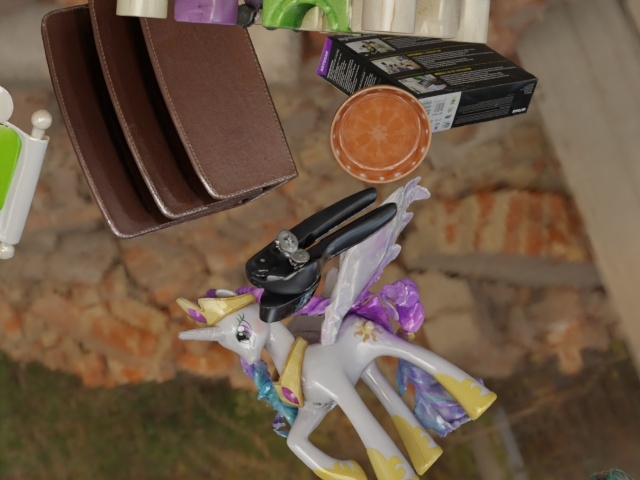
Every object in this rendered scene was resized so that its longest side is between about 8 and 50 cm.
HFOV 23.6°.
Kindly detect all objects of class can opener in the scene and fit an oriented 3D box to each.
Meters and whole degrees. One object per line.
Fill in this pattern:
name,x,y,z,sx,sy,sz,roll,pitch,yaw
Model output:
can opener,0.000,0.000,1.368,0.186,0.059,0.073,-41,164,-40

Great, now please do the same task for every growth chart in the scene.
growth chart,-0.335,-0.065,1.212,0.237,0.021,0.172,10,126,-4

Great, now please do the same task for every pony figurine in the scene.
pony figurine,0.036,0.127,1.928,0.351,0.363,0.303,-40,170,-39

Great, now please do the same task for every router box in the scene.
router box,0.106,-0.162,1.503,0.179,0.133,0.046,-14,131,-41

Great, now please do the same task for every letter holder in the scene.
letter holder,-0.194,-0.175,1.868,0.214,0.301,0.152,-18,177,-27

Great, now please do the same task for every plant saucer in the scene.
plant saucer,0.049,-0.088,1.259,0.083,0.083,0.013,-20,-158,3

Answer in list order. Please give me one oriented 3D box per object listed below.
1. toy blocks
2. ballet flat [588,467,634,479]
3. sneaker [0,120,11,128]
toy blocks,0.006,-0.308,1.304,0.289,0.260,0.309,6,-173,23
ballet flat,0.222,0.221,1.115,0.087,0.083,0.247,-37,156,15
sneaker,-0.456,-0.114,2.062,0.106,0.162,0.281,-29,161,5
